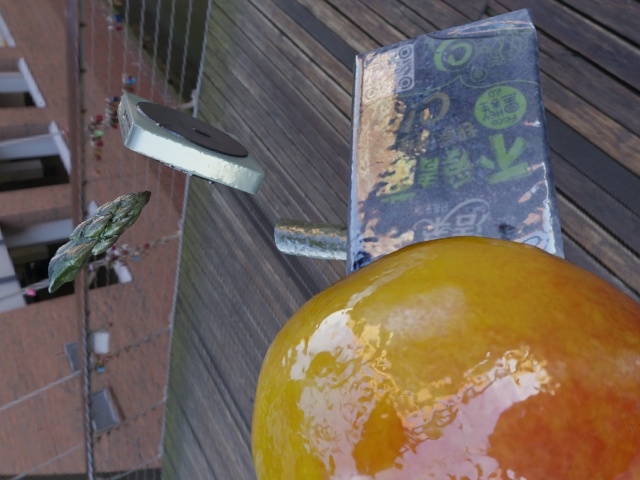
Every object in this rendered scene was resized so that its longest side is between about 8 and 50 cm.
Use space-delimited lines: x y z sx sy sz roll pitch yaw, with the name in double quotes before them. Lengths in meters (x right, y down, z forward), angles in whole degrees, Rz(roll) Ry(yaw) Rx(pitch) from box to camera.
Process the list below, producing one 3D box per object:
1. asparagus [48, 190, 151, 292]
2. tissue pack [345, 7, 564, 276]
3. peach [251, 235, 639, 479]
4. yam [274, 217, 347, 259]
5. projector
"asparagus" -0.459 -0.010 1.112 0.080 0.287 0.080 51 178 2
"tissue pack" 0.184 -0.123 0.804 0.288 0.124 0.394 -8 65 24
"peach" 0.105 0.138 0.419 0.308 0.289 0.289 -18 87 46
"yam" 0.000 0.000 0.979 0.169 0.068 0.068 9 110 29
"projector" -0.261 -0.187 1.074 0.079 0.259 0.257 -62 31 15
